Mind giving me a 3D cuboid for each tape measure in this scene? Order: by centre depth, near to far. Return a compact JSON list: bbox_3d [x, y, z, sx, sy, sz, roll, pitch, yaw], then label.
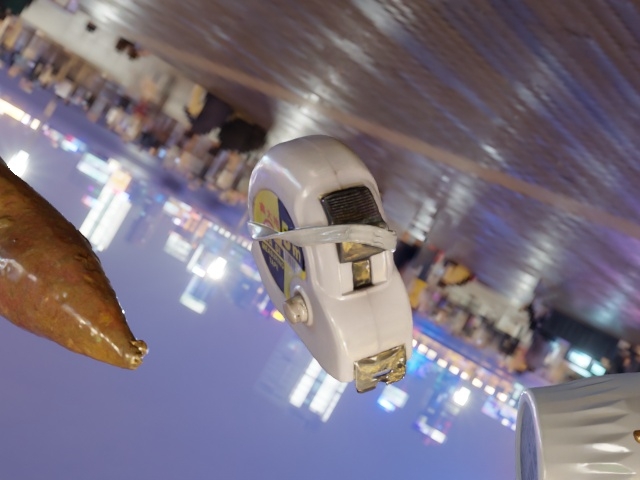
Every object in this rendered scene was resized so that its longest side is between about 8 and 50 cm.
[{"bbox_3d":[0.000,0.000,1.025,0.120,0.197,0.236,-17,-145,-21],"label":"tape measure"}]

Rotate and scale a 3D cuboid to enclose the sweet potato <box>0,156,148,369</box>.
[{"bbox_3d":[-0.288,0.032,1.094,0.337,0.131,0.131,42,-177,25],"label":"sweet potato"}]

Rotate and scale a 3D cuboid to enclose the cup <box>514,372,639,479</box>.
[{"bbox_3d":[0.446,0.286,1.362,0.372,0.253,0.253,1,177,1],"label":"cup"}]

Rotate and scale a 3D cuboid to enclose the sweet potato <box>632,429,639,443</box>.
[{"bbox_3d":[0.410,0.161,1.120,0.050,0.214,0.050,39,145,34],"label":"sweet potato"}]
